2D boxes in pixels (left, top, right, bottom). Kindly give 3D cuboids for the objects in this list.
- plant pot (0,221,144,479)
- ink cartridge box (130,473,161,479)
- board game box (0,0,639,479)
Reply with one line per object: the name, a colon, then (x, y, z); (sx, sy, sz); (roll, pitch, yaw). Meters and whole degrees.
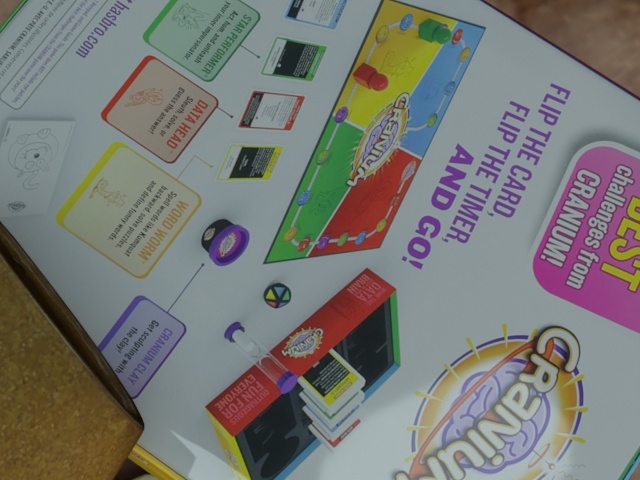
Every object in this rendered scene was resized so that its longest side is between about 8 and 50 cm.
plant pot: (-0.196, 0.092, 0.521); (0.254, 0.237, 0.237); (-38, 87, -5)
ink cartridge box: (-0.075, 0.272, 0.658); (0.307, 0.072, 0.303); (-27, 85, -10)
board game box: (0.000, 0.000, 0.647); (0.316, 0.064, 0.242); (35, 77, 9)
